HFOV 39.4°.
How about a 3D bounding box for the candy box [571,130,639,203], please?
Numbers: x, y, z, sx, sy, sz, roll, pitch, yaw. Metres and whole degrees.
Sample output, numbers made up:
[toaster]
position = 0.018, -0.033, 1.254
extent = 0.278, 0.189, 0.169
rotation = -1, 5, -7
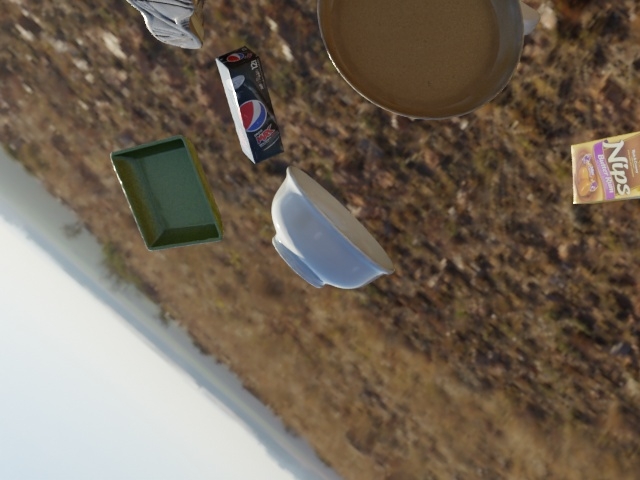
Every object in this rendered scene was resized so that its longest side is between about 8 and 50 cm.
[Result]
[candy box]
position = 0.516, -0.124, 1.545
extent = 0.053, 0.109, 0.187
rotation = -1, 177, -27

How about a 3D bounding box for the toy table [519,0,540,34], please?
[toy table]
position = 0.153, -0.328, 1.168
extent = 0.274, 0.161, 0.252
rotation = 43, 134, -4

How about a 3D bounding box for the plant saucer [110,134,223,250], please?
[plant saucer]
position = -0.252, -0.084, 1.529
extent = 0.188, 0.045, 0.188
rotation = -8, 109, 38

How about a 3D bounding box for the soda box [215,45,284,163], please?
[soda box]
position = -0.107, -0.206, 1.375
extent = 0.060, 0.053, 0.169
rotation = 46, 157, 52

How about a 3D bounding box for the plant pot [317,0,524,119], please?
[plant pot]
position = 0.110, -0.241, 0.997
extent = 0.236, 0.236, 0.032
rotation = 41, 163, 0

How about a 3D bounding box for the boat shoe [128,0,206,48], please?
[boat shoe]
position = -0.238, -0.426, 1.463
extent = 0.123, 0.123, 0.342
rotation = 14, 172, 4

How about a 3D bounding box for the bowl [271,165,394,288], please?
[bowl]
position = 0.000, 0.000, 1.784
extent = 0.298, 0.134, 0.298
rotation = 43, -170, -10
